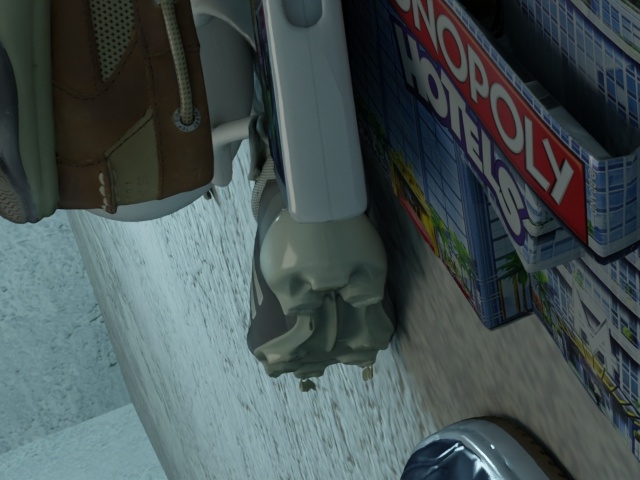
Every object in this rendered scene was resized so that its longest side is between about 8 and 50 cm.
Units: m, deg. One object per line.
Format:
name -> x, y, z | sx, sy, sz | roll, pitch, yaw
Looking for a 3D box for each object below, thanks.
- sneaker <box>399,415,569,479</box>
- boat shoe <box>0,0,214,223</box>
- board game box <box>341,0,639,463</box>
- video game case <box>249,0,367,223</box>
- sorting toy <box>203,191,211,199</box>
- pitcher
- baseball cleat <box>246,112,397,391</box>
sneaker -> 0.037, 0.156, 0.707 | 0.282, 0.153, 0.099 | -136, 27, -69
boat shoe -> -0.092, -0.169, 0.847 | 0.123, 0.116, 0.324 | -178, 88, -82
board game box -> 0.054, -0.056, 0.452 | 0.194, 0.060, 0.194 | -121, 13, -45
video game case -> -0.013, -0.103, 0.562 | 0.201, 0.023, 0.183 | -119, 21, -84
sorting toy -> -0.102, -0.074, 1.402 | 0.083, 0.012, 0.062 | -121, 14, -45
pitcher -> -0.077, -0.084, 0.985 | 0.178, 0.125, 0.207 | 48, 151, 22
baseball cleat -> 0.000, 0.000, 0.895 | 0.206, 0.072, 0.109 | 110, 154, -72
